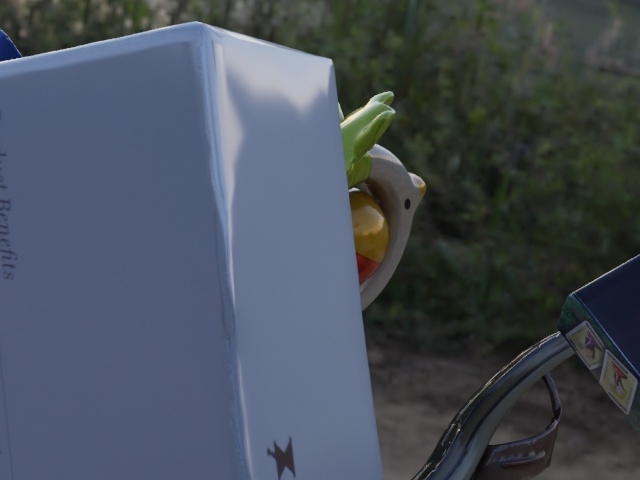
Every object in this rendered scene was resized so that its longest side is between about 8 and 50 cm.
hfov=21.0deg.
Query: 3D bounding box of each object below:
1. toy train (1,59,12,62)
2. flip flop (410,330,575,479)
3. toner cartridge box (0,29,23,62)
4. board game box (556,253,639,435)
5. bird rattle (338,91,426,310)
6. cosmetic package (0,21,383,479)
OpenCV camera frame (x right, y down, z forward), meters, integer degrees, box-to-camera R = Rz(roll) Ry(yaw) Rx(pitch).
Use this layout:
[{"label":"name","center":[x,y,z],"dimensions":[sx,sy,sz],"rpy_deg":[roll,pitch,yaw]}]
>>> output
[{"label":"toy train","center":[-0.243,-0.099,0.971],"dimensions":[0.125,0.046,0.166],"rpy_deg":[-9,-25,41]},{"label":"flip flop","center":[0.135,0.177,1.374],"dimensions":[0.080,0.277,0.112],"rpy_deg":[39,-12,2]},{"label":"toner cartridge box","center":[-0.401,-0.062,1.347],"dimensions":[0.165,0.348,0.075],"rpy_deg":[37,-13,34]},{"label":"board game box","center":[0.211,0.095,0.594],"dimensions":[0.136,0.030,0.260],"rpy_deg":[-25,67,-24]},{"label":"bird rattle","center":[0.000,0.000,1.376],"dimensions":[0.143,0.253,0.207],"rpy_deg":[17,-3,41]},{"label":"cosmetic package","center":[-0.214,0.043,0.891],"dimensions":[0.453,0.230,0.161],"rpy_deg":[-7,-3,23]}]
